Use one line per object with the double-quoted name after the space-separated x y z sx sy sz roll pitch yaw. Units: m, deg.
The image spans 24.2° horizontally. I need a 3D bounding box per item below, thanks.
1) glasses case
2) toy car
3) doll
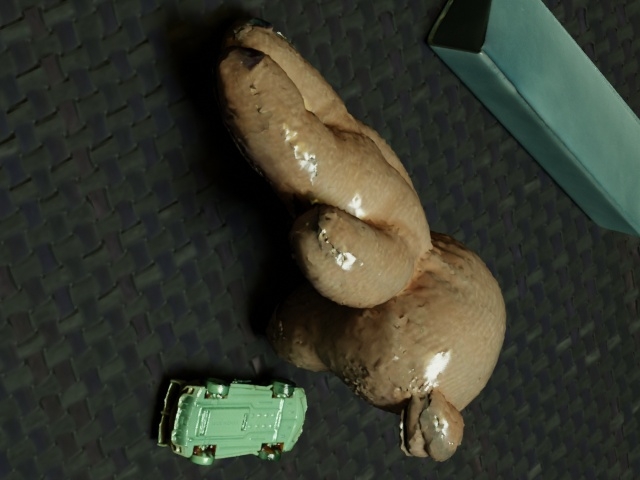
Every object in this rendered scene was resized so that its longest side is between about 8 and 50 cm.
0.182 -0.107 1.191 0.266 0.056 0.105 41 50 -40 "glasses case"
-0.057 0.123 1.045 0.122 0.035 0.059 6 97 -50 "toy car"
0.000 0.000 1.012 0.303 0.156 0.201 52 25 -15 "doll"
